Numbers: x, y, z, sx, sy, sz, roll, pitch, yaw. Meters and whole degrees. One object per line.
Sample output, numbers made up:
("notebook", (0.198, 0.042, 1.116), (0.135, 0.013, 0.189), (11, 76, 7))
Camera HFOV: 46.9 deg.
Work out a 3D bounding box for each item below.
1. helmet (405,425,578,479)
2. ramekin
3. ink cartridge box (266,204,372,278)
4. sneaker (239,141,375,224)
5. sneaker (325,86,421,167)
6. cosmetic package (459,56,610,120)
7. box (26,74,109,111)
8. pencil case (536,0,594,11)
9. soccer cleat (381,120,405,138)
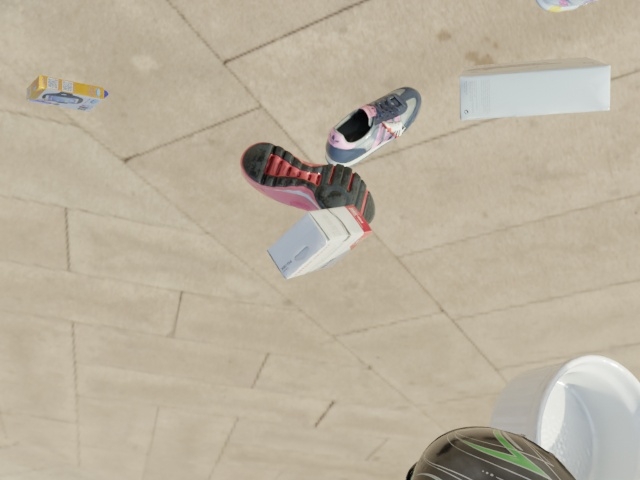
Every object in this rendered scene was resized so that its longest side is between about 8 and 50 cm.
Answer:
("helmet", (0.169, 0.264, 0.709), (0.170, 0.169, 0.161), (7, -173, -6))
("ramekin", (0.407, 0.329, 1.198), (0.277, 0.277, 0.135), (20, 160, -23))
("ink cartridge box", (0.000, 0.000, 1.095), (0.099, 0.056, 0.135), (-41, 165, 27))
("sneaker", (-0.029, -0.118, 1.597), (0.314, 0.115, 0.136), (24, 167, -11))
("sneaker", (0.145, -0.310, 1.880), (0.112, 0.319, 0.131), (42, 160, 19))
("cosmetic package", (0.451, -0.335, 1.597), (0.285, 0.377, 0.097), (0, 106, 12))
("box", (-0.471, -0.273, 1.384), (0.136, 0.028, 0.081), (8, 167, -36))
("pencil case", (0.459, -0.438, 1.177), (0.124, 0.113, 0.273), (56, 164, -20))
("soccer cleat", (0.159, -0.248, 1.605), (0.035, 0.029, 0.083), (-46, 153, 13))
